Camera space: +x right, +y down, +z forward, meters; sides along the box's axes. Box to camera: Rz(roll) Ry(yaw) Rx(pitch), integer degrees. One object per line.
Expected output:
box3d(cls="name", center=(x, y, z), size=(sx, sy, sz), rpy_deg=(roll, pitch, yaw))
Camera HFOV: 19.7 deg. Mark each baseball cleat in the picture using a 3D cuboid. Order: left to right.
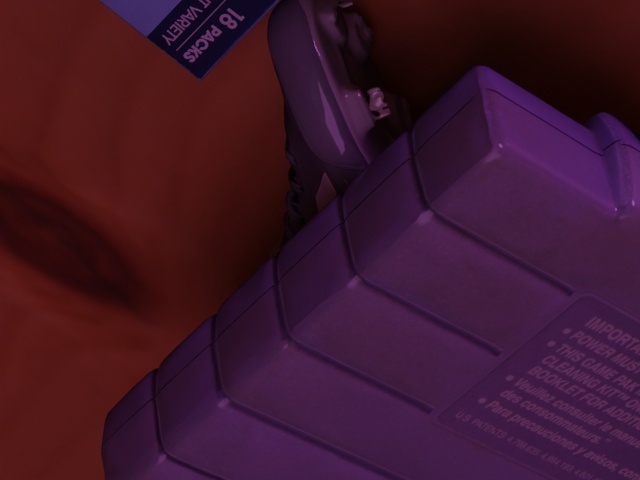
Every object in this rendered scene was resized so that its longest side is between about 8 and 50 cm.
box3d(cls="baseball cleat", center=(0.000, 0.000, 0.732), size=(0.109, 0.072, 0.206), rpy_deg=(-15, 120, 17))

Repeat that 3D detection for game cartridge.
box3d(cls="game cartridge", center=(0.123, 0.084, 0.737), size=(0.355, 0.068, 0.230), rpy_deg=(28, 121, -30))

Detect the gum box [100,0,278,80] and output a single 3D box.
box3d(cls="gum box", center=(-0.063, -0.168, 0.643), size=(0.184, 0.041, 0.157), rpy_deg=(38, 120, -18))
